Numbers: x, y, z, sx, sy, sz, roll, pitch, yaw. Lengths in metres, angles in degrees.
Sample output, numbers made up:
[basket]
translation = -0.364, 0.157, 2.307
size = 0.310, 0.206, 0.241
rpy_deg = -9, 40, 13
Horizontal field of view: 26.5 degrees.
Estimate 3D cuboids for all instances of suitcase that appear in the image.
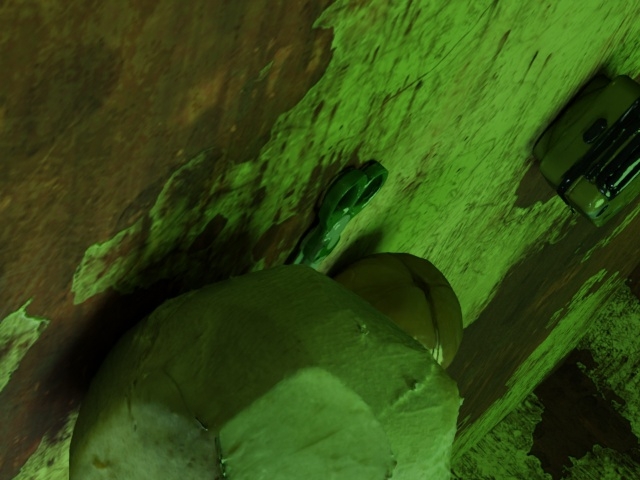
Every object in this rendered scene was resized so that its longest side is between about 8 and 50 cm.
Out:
[suitcase]
translation = 0.411, -0.132, 1.960
size = 0.194, 0.143, 0.235
rpy_deg = -47, 165, 6

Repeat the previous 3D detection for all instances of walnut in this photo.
[walnut]
translation = 0.074, 0.115, 1.664
size = 0.193, 0.193, 0.226
rpy_deg = -34, 164, -35

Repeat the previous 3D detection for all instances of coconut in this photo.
[coconut]
translation = -0.041, 0.198, 1.292
size = 0.360, 0.346, 0.346
rpy_deg = -21, 151, -56

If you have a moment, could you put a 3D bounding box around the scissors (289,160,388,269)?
[scissors]
translation = 0.000, 0.000, 1.463
size = 0.101, 0.027, 0.204
rpy_deg = -17, 146, -57
